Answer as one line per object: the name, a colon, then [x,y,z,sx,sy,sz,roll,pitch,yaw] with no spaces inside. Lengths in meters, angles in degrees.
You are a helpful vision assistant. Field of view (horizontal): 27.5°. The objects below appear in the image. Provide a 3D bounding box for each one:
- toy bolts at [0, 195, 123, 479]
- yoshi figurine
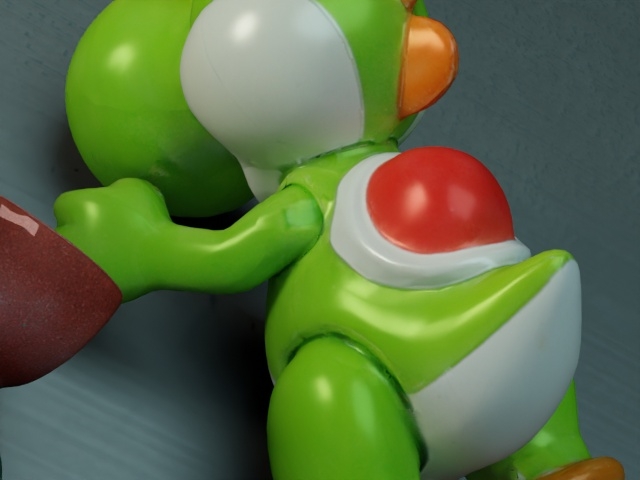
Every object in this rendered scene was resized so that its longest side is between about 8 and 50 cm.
toy bolts: [-0.210,0.025,0.432,0.228,0.218,0.158,41,67,-26]
yoshi figurine: [-0.009,0.009,0.576,0.203,0.203,0.362,-20,77,3]
